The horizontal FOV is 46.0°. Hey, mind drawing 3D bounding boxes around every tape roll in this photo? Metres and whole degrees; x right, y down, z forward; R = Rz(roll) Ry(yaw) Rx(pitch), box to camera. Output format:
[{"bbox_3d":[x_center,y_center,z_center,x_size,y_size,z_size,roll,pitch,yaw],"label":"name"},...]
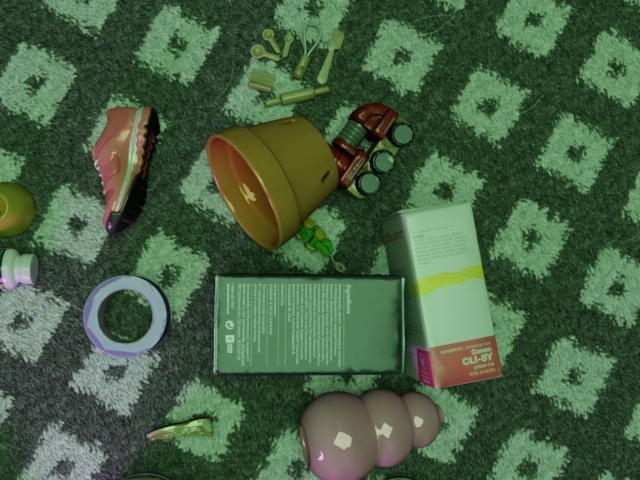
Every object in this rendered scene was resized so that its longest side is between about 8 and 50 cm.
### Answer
[{"bbox_3d":[-0.447,0.175,1.752,0.189,0.080,0.189,0,87,-4],"label":"tape roll"}]

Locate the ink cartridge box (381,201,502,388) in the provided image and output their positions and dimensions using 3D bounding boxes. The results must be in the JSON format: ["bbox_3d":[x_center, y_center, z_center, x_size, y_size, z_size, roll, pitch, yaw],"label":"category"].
[{"bbox_3d":[0.265,0.119,1.711,0.160,0.279,0.385,-10,88,-6],"label":"ink cartridge box"}]

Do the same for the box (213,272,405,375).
[{"bbox_3d":[-0.032,0.178,1.678,0.395,0.293,0.212,0,87,-4],"label":"box"}]

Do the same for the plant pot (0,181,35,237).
[{"bbox_3d":[-0.738,-0.075,1.733,0.134,0.095,0.134,0,86,-5],"label":"plant pot"}]

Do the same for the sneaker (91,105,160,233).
[{"bbox_3d":[-0.476,-0.169,1.767,0.136,0.116,0.314,11,79,6],"label":"sneaker"}]

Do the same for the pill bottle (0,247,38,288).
[{"bbox_3d":[-0.742,0.064,1.726,0.169,0.094,0.094,1,87,-4],"label":"pill bottle"}]

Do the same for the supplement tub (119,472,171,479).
[{"bbox_3d":[-0.397,0.650,1.607,0.235,0.325,0.235,0,87,-5],"label":"supplement tub"}]

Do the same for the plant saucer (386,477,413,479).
[{"bbox_3d":[0.185,0.664,1.799,0.198,0.036,0.199,0,86,-5],"label":"plant saucer"}]

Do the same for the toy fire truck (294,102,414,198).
[{"bbox_3d":[0.060,-0.246,1.796,0.246,0.158,0.217,35,85,-12],"label":"toy fire truck"}]

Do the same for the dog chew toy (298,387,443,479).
[{"bbox_3d":[0.123,0.433,1.732,0.331,0.206,0.207,-10,88,-13],"label":"dog chew toy"}]

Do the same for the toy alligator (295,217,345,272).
[{"bbox_3d":[0.000,0.000,1.808,0.189,0.056,0.051,44,42,7],"label":"toy alligator"}]

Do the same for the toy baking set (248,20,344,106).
[{"bbox_3d":[-0.056,-0.433,1.840,0.256,0.030,0.197,-10,88,-5],"label":"toy baking set"}]

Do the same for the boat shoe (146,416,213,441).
[{"bbox_3d":[-0.328,0.450,1.760,0.153,0.056,0.048,-10,83,-12],"label":"boat shoe"}]

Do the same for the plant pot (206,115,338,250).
[{"bbox_3d":[-0.096,-0.150,1.714,0.203,0.291,0.291,-31,90,-22],"label":"plant pot"}]
